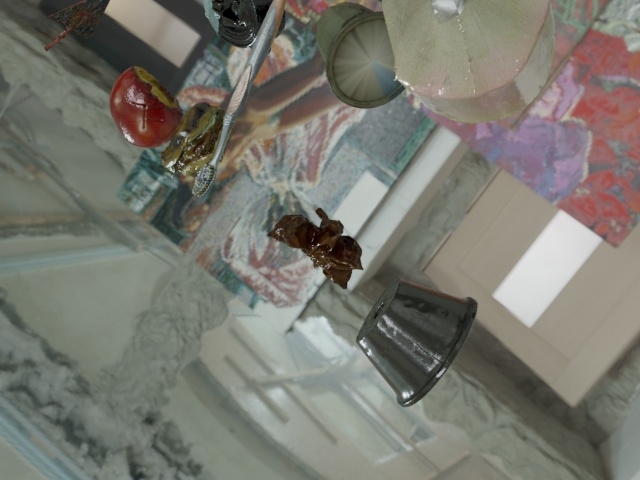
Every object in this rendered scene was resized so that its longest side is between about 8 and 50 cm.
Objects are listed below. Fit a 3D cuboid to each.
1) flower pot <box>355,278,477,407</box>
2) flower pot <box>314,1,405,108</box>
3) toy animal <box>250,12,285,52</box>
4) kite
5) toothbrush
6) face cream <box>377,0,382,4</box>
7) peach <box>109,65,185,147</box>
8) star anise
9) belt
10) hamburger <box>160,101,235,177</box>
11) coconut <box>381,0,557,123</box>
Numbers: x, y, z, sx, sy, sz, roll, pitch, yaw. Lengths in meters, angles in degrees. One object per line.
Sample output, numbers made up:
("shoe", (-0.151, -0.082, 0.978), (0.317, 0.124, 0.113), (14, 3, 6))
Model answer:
("flower pot", (0.182, 0.185, 1.483), (0.166, 0.269, 0.269), (37, -168, -1))
("flower pot", (0.084, -0.430, 1.584), (0.212, 0.212, 0.202), (27, -156, -36))
("toy animal", (-0.179, -0.514, 1.601), (0.210, 0.121, 0.117), (25, 179, -36))
("kite", (-0.470, -0.436, 1.413), (0.009, 0.189, 0.232), (47, 179, -4))
("toothbrush", (-0.133, -0.243, 1.205), (0.028, 0.375, 0.037), (27, -171, 13))
("face cream", (0.178, -0.640, 1.577), (0.312, 0.219, 0.357), (51, -156, -8))
("peach", (-0.476, -0.374, 2.004), (0.196, 0.226, 0.190), (14, -150, 27))
("star anise", (-0.003, 0.002, 1.387), (0.212, 0.111, 0.196), (40, 180, 13))
("belt", (-0.158, -0.465, 1.430), (0.078, 0.151, 0.198), (-28, -139, -30))
("hamburger", (-0.305, -0.249, 1.749), (0.130, 0.183, 0.206), (43, 153, -27))
("coconut", (0.253, -0.367, 1.252), (0.297, 0.297, 0.309), (41, -172, 25))
